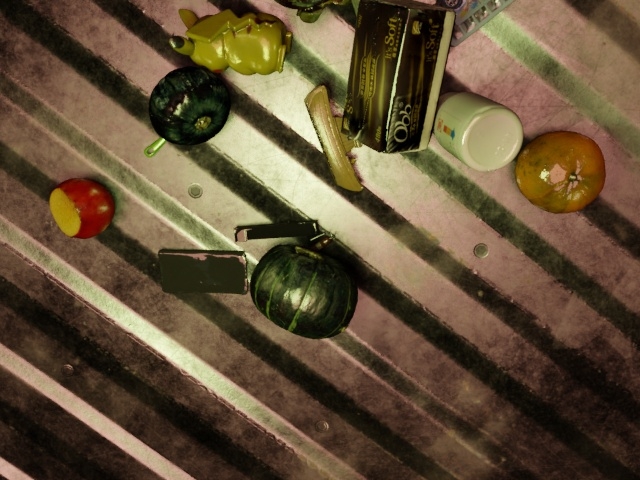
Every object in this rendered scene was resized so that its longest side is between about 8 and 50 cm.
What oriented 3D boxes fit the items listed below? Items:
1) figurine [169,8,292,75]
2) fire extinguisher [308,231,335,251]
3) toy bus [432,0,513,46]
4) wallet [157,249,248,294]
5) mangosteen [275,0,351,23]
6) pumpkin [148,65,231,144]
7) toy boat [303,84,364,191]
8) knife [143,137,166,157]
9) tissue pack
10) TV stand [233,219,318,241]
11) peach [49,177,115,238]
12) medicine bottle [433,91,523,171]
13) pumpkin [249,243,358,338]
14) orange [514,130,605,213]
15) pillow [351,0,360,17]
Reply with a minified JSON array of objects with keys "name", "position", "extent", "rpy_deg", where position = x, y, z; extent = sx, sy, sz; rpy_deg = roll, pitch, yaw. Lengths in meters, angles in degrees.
[{"name":"figurine","position":[-0.244,-0.536,1.561],"extent":[0.326,0.218,0.169],"rpy_deg":[0,129,9]},{"name":"fire extinguisher","position":[0.001,-0.001,1.775],"extent":[0.100,0.032,0.046],"rpy_deg":[-35,65,13]},{"name":"toy bus","position":[0.427,-0.654,1.519],"extent":[0.329,0.109,0.136],"rpy_deg":[-37,109,14]},{"name":"wallet","position":[-0.370,0.100,1.830],"extent":[0.285,0.030,0.146],"rpy_deg":[1,102,4]},{"name":"mangosteen","position":[-0.024,-0.707,1.463],"extent":[0.287,0.288,0.288],"rpy_deg":[1,105,5]},{"name":"pumpkin","position":[-0.363,-0.368,1.600],"extent":[0.233,0.233,0.163],"rpy_deg":[-47,71,14]},{"name":"toy boat","position":[0.055,-0.292,1.657],"extent":[0.121,0.089,0.321],"rpy_deg":[-24,103,-5]},{"name":"knife","position":[-0.462,-0.308,1.727],"extent":[0.166,0.022,0.078],"rpy_deg":[-41,92,12]},{"name":"tissue pack","position":[0.201,-0.430,1.487],"extent":[0.198,0.210,0.370],"rpy_deg":[-10,121,-30]},{"name":"TV stand","position":[-0.135,-0.028,1.765],"extent":[0.256,0.040,0.049],"rpy_deg":[-4,98,6]},{"name":"peach","position":[-0.717,-0.095,1.723],"extent":[0.190,0.192,0.190],"rpy_deg":[0,93,6]},{"name":"medicine bottle","position":[0.390,-0.296,1.506],"extent":[0.170,0.293,0.170],"rpy_deg":[-4,115,-9]},{"name":"pumpkin","position":[-0.047,0.149,1.665],"extent":[0.323,0.323,0.241],"rpy_deg":[25,98,-2]},{"name":"orange","position":[0.662,-0.186,1.588],"extent":[0.240,0.171,0.240],"rpy_deg":[2,106,6]},{"name":"pillow","position":[0.135,-0.602,1.527],"extent":[0.051,0.241,0.093],"rpy_deg":[27,76,32]}]
